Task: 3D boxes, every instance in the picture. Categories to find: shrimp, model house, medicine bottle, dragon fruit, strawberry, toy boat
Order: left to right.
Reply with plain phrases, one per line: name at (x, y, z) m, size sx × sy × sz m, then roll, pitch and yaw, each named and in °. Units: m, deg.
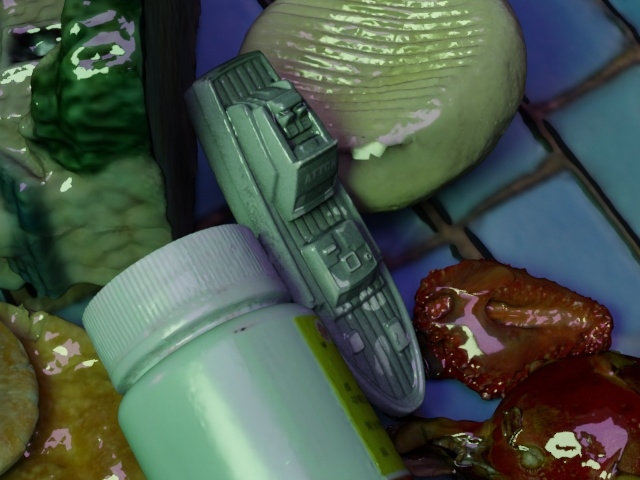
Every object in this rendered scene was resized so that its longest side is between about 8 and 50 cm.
shrimp at (-0.285, 0.093, 0.880) m, size 0.219 × 0.046 × 0.152 m, roll -7°, pitch 57°, yaw -12°
model house at (-0.223, -0.120, 0.961) m, size 0.284 × 0.243 × 0.298 m, roll -6°, pitch 50°, yaw 4°
medicine bottle at (-0.040, 0.116, 0.866) m, size 0.139 × 0.139 × 0.225 m, roll -27°, pitch 74°, yaw -15°
toy boat at (0.000, 0.000, 0.933) m, size 0.078 × 0.085 × 0.261 m, roll -33°, pitch 99°, yaw -38°
strawberry at (0.131, 0.058, 1.005) m, size 0.152 × 0.048 × 0.104 m, roll -4°, pitch 68°, yaw -2°
dragon fruit at (0.145, 0.135, 0.943) m, size 0.246 × 0.125 × 0.126 m, roll 0°, pitch 79°, yaw 14°

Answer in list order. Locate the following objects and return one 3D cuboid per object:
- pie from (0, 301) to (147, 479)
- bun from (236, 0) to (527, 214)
pie at (-0.244, 0.183, 0.907) m, size 0.339 × 0.083 × 0.340 m, roll 2°, pitch 62°, yaw -4°
bun at (0.044, -0.104, 1.043) m, size 0.222 × 0.127 × 0.222 m, roll -7°, pitch 58°, yaw 12°
